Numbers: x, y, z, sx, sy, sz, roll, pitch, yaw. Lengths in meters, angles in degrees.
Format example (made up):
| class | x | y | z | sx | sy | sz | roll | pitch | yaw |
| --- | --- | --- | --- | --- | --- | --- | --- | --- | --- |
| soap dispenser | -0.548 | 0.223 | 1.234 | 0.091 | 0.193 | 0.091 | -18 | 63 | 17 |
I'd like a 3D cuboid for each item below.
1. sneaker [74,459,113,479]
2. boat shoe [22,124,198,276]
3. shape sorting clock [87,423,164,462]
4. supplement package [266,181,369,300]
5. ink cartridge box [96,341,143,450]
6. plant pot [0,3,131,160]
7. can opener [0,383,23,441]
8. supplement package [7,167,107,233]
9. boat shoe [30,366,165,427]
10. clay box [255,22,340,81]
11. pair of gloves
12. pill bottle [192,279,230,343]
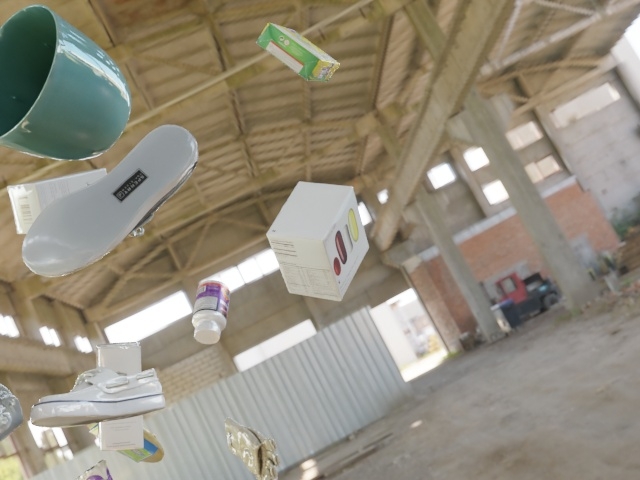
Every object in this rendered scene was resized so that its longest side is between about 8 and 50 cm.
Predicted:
| class | x | y | z | sx | sy | sz | roll | pitch | yaw |
| --- | --- | --- | --- | --- | --- | --- | --- | --- | --- |
| sneaker | -0.524 | 0.564 | 1.877 | 0.068 | 0.071 | 0.170 | -31 | -6 | -34 |
| boat shoe | -0.311 | -0.054 | 1.229 | 0.306 | 0.113 | 0.105 | -47 | -7 | -13 |
| shape sorting clock | -0.461 | 0.462 | 1.910 | 0.206 | 0.206 | 0.040 | -41 | 16 | 54 |
| supplement package | 0.000 | 0.000 | 1.935 | 0.149 | 0.203 | 0.194 | 7 | 47 | 26 |
| ink cartridge box | -0.432 | 0.328 | 1.733 | 0.092 | 0.217 | 0.158 | 0 | -6 | -17 |
| plant pot | -0.537 | -0.299 | 1.671 | 0.293 | 0.293 | 0.235 | -32 | -34 | 26 |
| can opener | -0.536 | 0.299 | 1.145 | 0.095 | 0.076 | 0.283 | -19 | 12 | 25 |
| supplement package | -0.539 | -0.083 | 1.688 | 0.105 | 0.105 | 0.179 | -2 | 11 | 38 |
| boat shoe | -0.363 | 0.251 | 1.330 | 0.096 | 0.088 | 0.267 | -24 | -17 | 33 |
| clay box | -0.038 | -0.375 | 1.629 | 0.053 | 0.127 | 0.222 | -54 | -4 | 14 |
| pair of gloves | -0.113 | 0.465 | 1.533 | 0.042 | 0.240 | 0.204 | -13 | 6 | -25 |
| pill bottle | -0.350 | 0.230 | 2.574 | 0.108 | 0.193 | 0.108 | 1 | -43 | 1 |
